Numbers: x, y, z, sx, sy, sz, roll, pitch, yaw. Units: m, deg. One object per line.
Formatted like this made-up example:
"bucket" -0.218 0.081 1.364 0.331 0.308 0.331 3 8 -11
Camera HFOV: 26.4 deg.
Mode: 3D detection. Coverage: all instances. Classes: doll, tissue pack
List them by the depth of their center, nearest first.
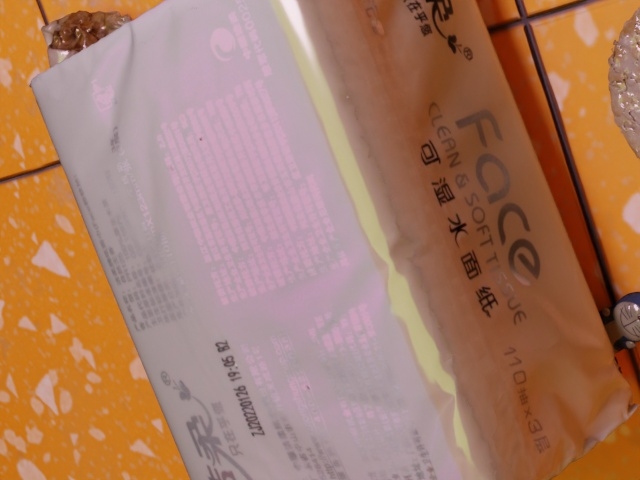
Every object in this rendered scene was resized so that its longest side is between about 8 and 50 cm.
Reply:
"doll" 0.205 0.072 1.016 0.125 0.027 0.037 -35 86 43
"tissue pack" 0.000 0.000 1.021 0.331 0.205 0.405 -18 95 48

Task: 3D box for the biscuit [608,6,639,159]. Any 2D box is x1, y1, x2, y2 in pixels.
"biscuit" 0.259 -0.099 0.900 0.152 0.020 0.152 17 119 35

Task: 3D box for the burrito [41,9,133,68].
"burrito" -0.131 -0.028 1.218 0.117 0.076 0.392 -19 98 36
